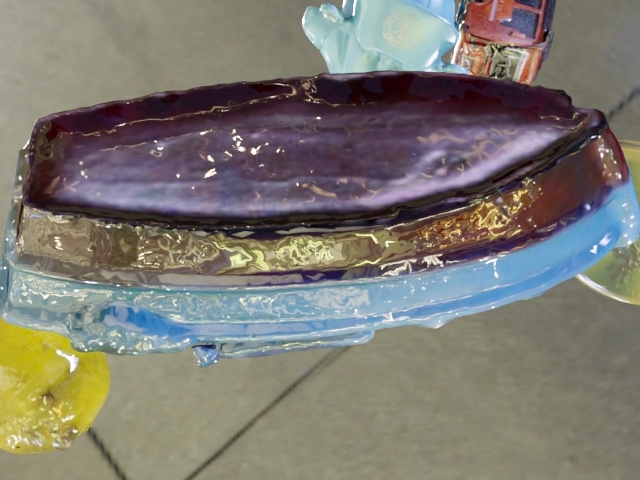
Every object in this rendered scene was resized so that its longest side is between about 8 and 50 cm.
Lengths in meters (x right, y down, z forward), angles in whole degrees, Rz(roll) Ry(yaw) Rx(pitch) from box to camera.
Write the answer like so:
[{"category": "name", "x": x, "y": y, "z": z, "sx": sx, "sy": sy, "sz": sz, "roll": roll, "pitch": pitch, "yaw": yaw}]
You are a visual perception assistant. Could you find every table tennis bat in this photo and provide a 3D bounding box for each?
[{"category": "table tennis bat", "x": 0.285, "y": -0.046, "z": 1.691, "sx": 0.321, "sy": 0.050, "sz": 0.198, "roll": 32, "pitch": 133, "yaw": 0}]

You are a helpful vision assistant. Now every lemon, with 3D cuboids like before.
[{"category": "lemon", "x": -0.153, "y": 0.056, "z": 0.771, "sx": 0.110, "sy": 0.082, "sz": 0.082, "roll": 32, "pitch": 101, "yaw": 14}]

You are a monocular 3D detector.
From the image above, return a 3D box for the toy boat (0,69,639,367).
[{"category": "toy boat", "x": 0.000, "y": 0.000, "z": 0.554, "sx": 0.223, "sy": 0.097, "sz": 0.100, "roll": -4, "pitch": 49, "yaw": 0}]

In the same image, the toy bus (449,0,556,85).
[{"category": "toy bus", "x": 0.173, "y": -0.237, "z": 1.488, "sx": 0.096, "sy": 0.073, "sz": 0.235, "roll": 12, "pitch": 50, "yaw": 2}]

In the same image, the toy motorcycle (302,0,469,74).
[{"category": "toy motorcycle", "x": 0.071, "y": -0.198, "z": 1.148, "sx": 0.123, "sy": 0.182, "sz": 0.272, "roll": 25, "pitch": 87, "yaw": -7}]
